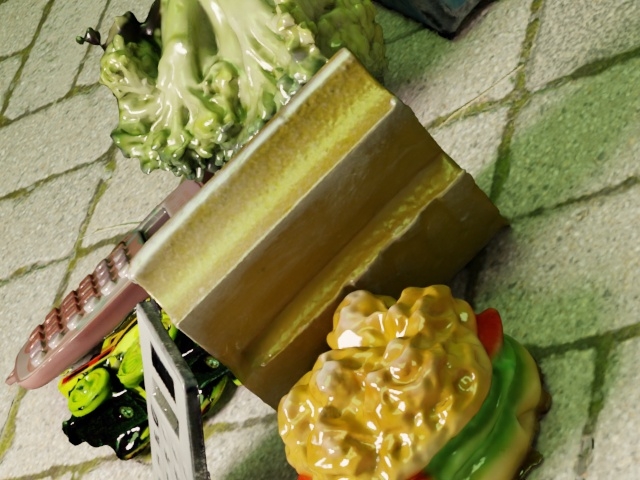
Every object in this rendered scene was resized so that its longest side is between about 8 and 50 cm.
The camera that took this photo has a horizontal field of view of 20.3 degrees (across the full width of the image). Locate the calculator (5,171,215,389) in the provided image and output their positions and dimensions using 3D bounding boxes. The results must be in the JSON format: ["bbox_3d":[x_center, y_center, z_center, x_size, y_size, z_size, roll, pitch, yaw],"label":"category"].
[{"bbox_3d":[-0.224,0.049,1.978,0.329,0.048,0.220,-43,15,0],"label":"calculator"}]

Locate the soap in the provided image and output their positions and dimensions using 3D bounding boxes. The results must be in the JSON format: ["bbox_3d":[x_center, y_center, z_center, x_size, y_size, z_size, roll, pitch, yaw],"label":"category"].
[{"bbox_3d":[0.000,0.000,1.599,0.281,0.259,0.143,-44,53,2],"label":"soap"}]

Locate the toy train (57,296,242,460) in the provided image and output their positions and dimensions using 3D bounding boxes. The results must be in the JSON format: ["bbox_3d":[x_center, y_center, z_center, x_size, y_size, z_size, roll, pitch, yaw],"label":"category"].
[{"bbox_3d":[-0.143,0.110,1.823,0.296,0.100,0.161,-32,28,25],"label":"toy train"}]

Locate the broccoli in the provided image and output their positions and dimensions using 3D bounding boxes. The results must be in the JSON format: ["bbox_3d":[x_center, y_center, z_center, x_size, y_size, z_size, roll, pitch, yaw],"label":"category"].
[{"bbox_3d":[-0.102,-0.217,1.901,0.293,0.281,0.348,-21,11,-17],"label":"broccoli"}]

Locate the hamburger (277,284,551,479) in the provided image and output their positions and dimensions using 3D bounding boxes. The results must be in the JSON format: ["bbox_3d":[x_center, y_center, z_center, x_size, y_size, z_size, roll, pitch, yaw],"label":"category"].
[{"bbox_3d":[0.063,0.142,1.494,0.237,0.149,0.237,-29,37,25],"label":"hamburger"}]

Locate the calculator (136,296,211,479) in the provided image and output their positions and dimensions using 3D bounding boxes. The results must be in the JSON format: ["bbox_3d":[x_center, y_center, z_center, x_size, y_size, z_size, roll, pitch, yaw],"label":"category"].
[{"bbox_3d":[-0.127,0.194,1.599,0.021,0.262,0.161,-12,28,-17],"label":"calculator"}]

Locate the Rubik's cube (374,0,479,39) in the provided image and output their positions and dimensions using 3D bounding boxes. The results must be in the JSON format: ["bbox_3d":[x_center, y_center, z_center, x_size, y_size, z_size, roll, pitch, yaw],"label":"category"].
[{"bbox_3d":[0.089,-0.461,1.961,0.313,0.318,0.316,-47,33,-3],"label":"Rubik's cube"}]
